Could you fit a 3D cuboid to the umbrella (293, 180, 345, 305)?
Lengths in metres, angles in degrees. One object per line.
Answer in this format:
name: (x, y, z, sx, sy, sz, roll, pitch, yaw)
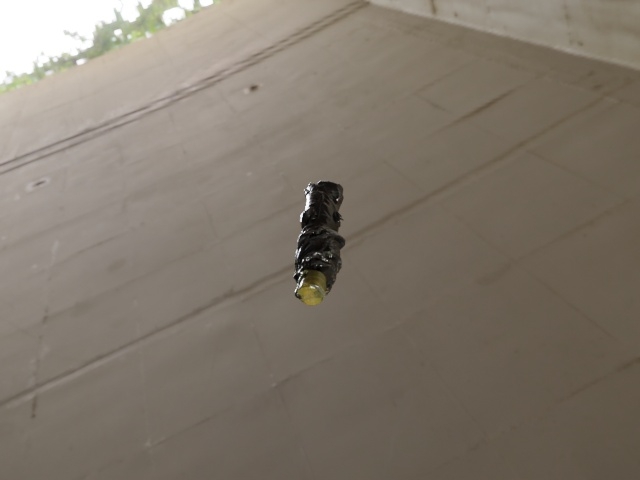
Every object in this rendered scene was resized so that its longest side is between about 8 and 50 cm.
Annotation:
umbrella: (0.000, 0.000, 0.618, 0.040, 0.037, 0.144, 14, -144, -5)
